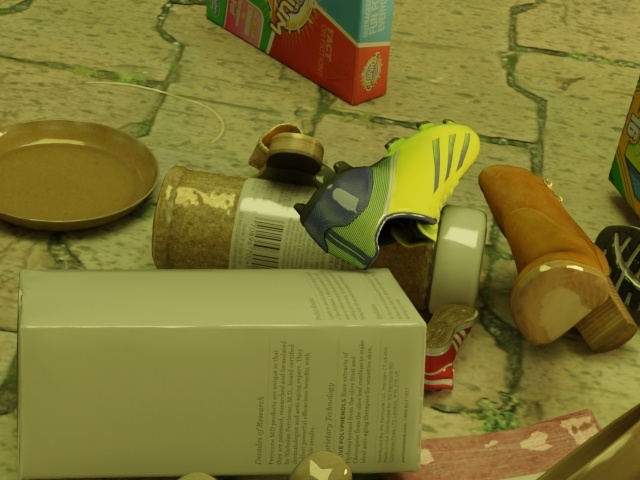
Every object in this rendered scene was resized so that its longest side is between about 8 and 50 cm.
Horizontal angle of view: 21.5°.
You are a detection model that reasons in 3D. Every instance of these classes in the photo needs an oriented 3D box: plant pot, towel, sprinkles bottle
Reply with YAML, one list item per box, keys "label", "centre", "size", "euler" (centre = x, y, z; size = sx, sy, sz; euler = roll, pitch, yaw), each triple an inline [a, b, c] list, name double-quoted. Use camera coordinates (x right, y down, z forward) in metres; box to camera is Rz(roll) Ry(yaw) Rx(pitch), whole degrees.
- label: "plant pot"
  centre: [0.233, 0.236, 1.413]
  size: [0.237, 0.237, 0.110]
  euler: [-32, 81, -44]
- label: "plant pot"
  centre: [-0.309, -0.074, 1.994]
  size: [0.236, 0.032, 0.236]
  euler: [3, 33, -2]
- label: "towel"
  centre: [0.217, 0.279, 1.528]
  size: [0.237, 0.037, 0.329]
  euler: [-9, 36, -20]
- label: "sprinkles bottle"
  centre: [0.000, 0.000, 1.844]
  size: [0.355, 0.121, 0.121]
  euler: [9, 33, 5]

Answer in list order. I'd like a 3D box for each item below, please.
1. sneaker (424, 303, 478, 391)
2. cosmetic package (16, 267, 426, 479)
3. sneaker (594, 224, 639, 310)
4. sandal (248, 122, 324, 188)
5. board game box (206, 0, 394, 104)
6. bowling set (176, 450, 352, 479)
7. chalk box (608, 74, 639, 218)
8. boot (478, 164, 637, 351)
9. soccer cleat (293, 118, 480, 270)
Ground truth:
- label: "sneaker"
  centre: [0.130, 0.113, 1.749]
  size: [0.042, 0.067, 0.118]
  euler: [13, 25, 24]
- label: "cosmetic package"
  centre: [-0.099, 0.117, 1.579]
  size: [0.365, 0.155, 0.197]
  euler: [-1, 15, -7]
- label: "sneaker"
  centre: [0.396, 0.052, 1.870]
  size: [0.208, 0.081, 0.094]
  euler: [35, 18, 18]
- label: "sandal"
  centre: [-0.033, -0.097, 1.894]
  size: [0.088, 0.240, 0.079]
  euler: [12, 74, -7]
- label: "board game box"
  centre: [-0.030, -0.357, 2.283]
  size: [0.064, 0.242, 0.316]
  euler: [-24, 42, -35]
- label: "bowling set"
  centre: [-0.095, 0.299, 1.384]
  size: [0.287, 0.154, 0.200]
  euler: [-3, 52, -15]
- label: "chalk box"
  centre: [0.484, -0.076, 1.954]
  size: [0.180, 0.179, 0.289]
  euler: [4, 28, -17]
- label: "boot"
  centre: [0.219, 0.004, 1.757]
  size: [0.211, 0.104, 0.295]
  euler: [58, 15, 26]
- label: "soccer cleat"
  centre: [0.090, -0.043, 1.747]
  size: [0.121, 0.093, 0.289]
  euler: [45, 38, 15]
